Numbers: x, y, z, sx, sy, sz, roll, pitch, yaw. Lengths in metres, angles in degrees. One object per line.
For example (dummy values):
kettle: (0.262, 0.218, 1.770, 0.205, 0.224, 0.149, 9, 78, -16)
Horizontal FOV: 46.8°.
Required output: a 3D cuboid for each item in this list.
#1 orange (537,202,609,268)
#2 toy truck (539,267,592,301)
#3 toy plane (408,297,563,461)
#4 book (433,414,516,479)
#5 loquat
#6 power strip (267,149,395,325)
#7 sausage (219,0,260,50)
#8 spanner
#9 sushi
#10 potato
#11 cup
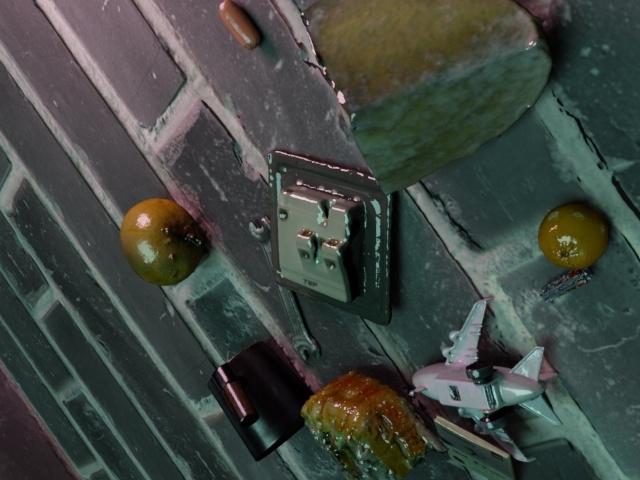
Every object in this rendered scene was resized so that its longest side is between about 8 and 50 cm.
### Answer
orange: (0.308, -0.005, 0.905, 0.083, 0.070, 0.083, 23, 132, 27)
toy truck: (0.321, 0.055, 0.962, 0.024, 0.032, 0.083, 56, 138, 5)
toy plane: (0.228, 0.214, 1.101, 0.255, 0.101, 0.251, -9, 98, 46)
book: (0.249, 0.342, 1.171, 0.127, 0.014, 0.181, 24, 157, 31)
loquat: (-0.313, 0.003, 1.441, 0.204, 0.149, 0.172, -5, 116, 57)
power strip: (-0.001, 0.002, 1.185, 0.257, 0.092, 0.251, 18, 128, 36)
sausage: (-0.123, -0.328, 1.129, 0.083, 0.034, 0.034, 53, 139, 1)
spanner: (-0.066, 0.093, 1.364, 0.071, 0.017, 0.302, -2, 115, 44)
sushi: (0.081, 0.334, 1.267, 0.184, 0.139, 0.274, 63, 159, -11)
potato: (0.137, -0.212, 0.921, 0.264, 0.211, 0.189, -20, 60, 16)
cup: (-0.107, 0.292, 1.409, 0.177, 0.166, 0.239, 50, 160, 14)
